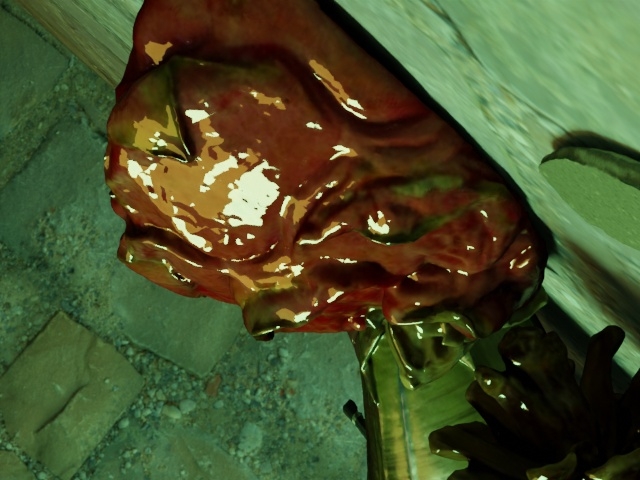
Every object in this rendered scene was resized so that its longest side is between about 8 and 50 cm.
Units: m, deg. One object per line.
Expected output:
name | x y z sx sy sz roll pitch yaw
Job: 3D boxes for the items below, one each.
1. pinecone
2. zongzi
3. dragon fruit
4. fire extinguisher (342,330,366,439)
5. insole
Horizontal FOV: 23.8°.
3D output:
pinecone | 0.140 0.138 0.730 0.212 0.168 0.185 44 179 -20
zongzi | 0.057 0.168 1.008 0.300 0.138 0.286 -26 101 39
dragon fruit | 0.000 0.000 0.783 0.205 0.152 0.317 40 176 19
fire extinguisher | 0.103 0.185 1.168 0.105 0.141 0.341 22 -145 -42
insole | 0.119 -0.005 0.495 0.063 0.010 0.192 42 176 -20
